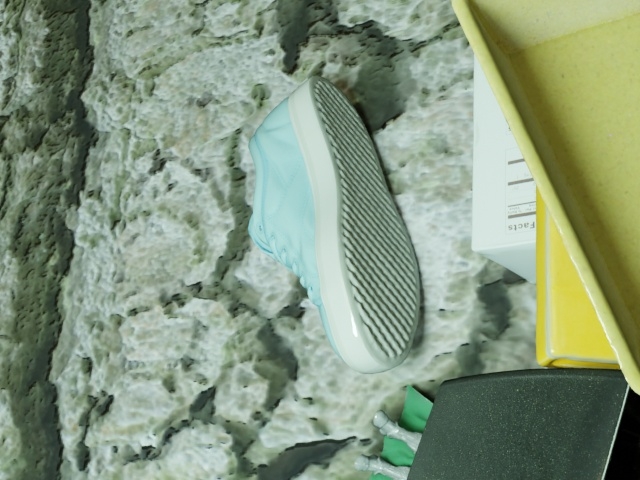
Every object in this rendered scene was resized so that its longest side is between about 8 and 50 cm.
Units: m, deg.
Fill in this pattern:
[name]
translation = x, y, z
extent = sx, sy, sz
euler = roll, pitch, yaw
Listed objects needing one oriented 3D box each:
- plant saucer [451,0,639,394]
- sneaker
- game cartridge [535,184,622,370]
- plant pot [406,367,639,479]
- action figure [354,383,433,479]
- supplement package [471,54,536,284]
[plant saucer]
translation = 0.299, -0.082, 0.790
extent = 0.333, 0.081, 0.332
euler = -19, 75, -10
[sneaker]
translation = 0.000, 0.000, 1.134
extent = 0.150, 0.135, 0.366
euler = -36, 46, 31
[game cartridge]
translation = 0.315, -0.049, 0.849
extent = 0.285, 0.052, 0.323
euler = 5, 70, -3
[plant pot]
translation = 0.172, 0.204, 0.838
extent = 0.167, 0.188, 0.187
euler = 9, 69, 37
[action figure]
translation = 0.142, 0.228, 0.976
extent = 0.232, 0.063, 0.137
euler = 16, 80, 36
[supplement package]
translation = 0.230, -0.096, 0.976
extent = 0.134, 0.139, 0.244
euler = -9, 69, 35
